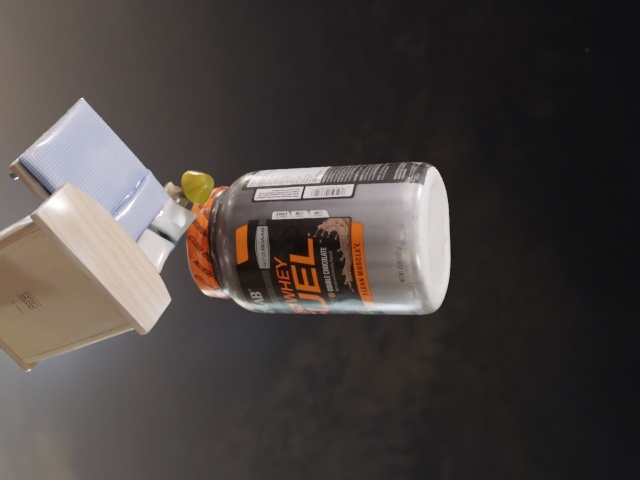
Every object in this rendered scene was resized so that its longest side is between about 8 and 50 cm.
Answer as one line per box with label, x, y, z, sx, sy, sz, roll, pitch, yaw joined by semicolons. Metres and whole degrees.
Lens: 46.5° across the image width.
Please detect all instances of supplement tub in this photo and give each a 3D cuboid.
supplement tub;0.000;0.000;1.043;0.338;0.207;0.207;-2;-80;20

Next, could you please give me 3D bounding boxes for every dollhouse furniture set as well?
dollhouse furniture set;-0.235;-0.072;0.749;0.198;0.303;0.286;-20;-62;35
